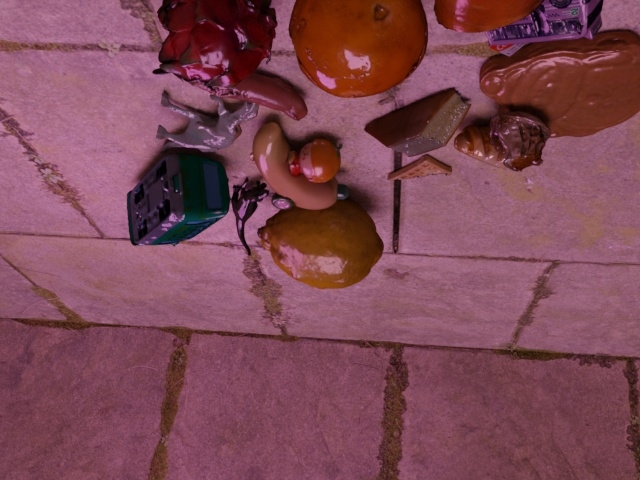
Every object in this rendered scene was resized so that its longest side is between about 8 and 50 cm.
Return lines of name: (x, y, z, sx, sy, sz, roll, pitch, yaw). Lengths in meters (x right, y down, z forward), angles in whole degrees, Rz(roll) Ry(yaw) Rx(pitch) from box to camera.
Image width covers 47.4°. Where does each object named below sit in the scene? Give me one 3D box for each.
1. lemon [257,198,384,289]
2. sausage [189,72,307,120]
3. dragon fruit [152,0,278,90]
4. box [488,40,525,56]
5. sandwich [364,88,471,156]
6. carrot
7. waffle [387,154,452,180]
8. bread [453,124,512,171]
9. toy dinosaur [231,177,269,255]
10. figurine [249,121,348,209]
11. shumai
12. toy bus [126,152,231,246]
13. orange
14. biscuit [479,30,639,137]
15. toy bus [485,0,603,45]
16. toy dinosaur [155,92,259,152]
lemon: (0.008, 0.001, 2.042, 0.316, 0.286, 0.285, 26, 149, -26)
sausage: (-0.161, -0.332, 1.581, 0.304, 0.078, 0.078, 15, 154, -21)
dragon fruit: (-0.201, -0.374, 1.339, 0.274, 0.193, 0.192, -30, 141, 9)
box: (0.393, -0.413, 1.319, 0.055, 0.040, 0.218, 16, 153, -24)
sandwich: (0.217, -0.252, 1.655, 0.094, 0.096, 0.258, 20, 155, -39)
carrot: (0.263, -0.453, 1.070, 0.214, 0.193, 0.331, 31, 162, 24)
waffle: (0.256, -0.172, 1.895, 0.097, 0.024, 0.152, 24, 148, -32)
bread: (0.395, -0.215, 1.673, 0.177, 0.084, 0.119, 14, -165, -15)
toy dinosaur: (-0.208, -0.075, 2.023, 0.087, 0.179, 0.187, 11, 152, -14)
figurine: (-0.047, -0.184, 1.822, 0.222, 0.124, 0.324, -6, 149, 23)
shumai: (0.420, -0.202, 1.551, 0.145, 0.116, 0.145, 12, 160, 4)
toy bus: (-0.385, -0.103, 1.982, 0.199, 0.184, 0.343, -1, 167, -32)
orange: (0.065, -0.367, 1.266, 0.239, 0.240, 0.240, 5, 155, 2)
biscuit: (0.508, -0.307, 1.508, 0.351, 0.057, 0.312, 0, 154, 13)
toy bus: (0.372, -0.390, 1.227, 0.198, 0.096, 0.108, 8, 137, 42)
toy dinosaur: (-0.310, -0.263, 1.760, 0.205, 0.092, 0.393, 14, 152, -28)
